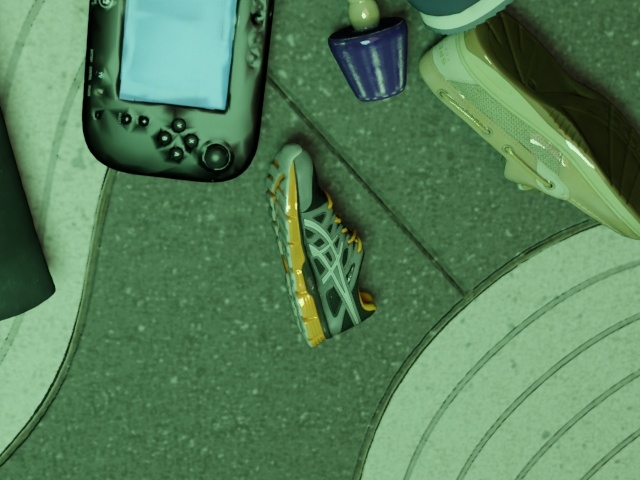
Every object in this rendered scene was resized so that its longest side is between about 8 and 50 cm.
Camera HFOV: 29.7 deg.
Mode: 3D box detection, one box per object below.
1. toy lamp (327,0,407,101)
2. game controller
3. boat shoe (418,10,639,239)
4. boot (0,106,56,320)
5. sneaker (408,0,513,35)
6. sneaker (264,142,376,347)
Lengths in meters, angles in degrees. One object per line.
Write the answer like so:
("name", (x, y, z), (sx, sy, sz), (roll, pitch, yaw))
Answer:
("toy lamp", (0.025, -0.264, 1.109), (0.080, 0.080, 0.274), (-17, 107, -5))
("game controller", (-0.127, -0.212, 1.101), (0.166, 0.067, 0.319), (4, 106, -12))
("boat shoe", (0.225, -0.100, 1.194), (0.302, 0.109, 0.098), (39, 137, -20))
("boot", (-0.298, -0.141, 1.045), (0.367, 0.146, 0.445), (-6, 106, 1))
("sneaker", (0.191, -0.331, 1.076), (0.319, 0.112, 0.131), (-45, 133, 1))
("sneaker", (0.000, 0.000, 1.190), (0.083, 0.084, 0.215), (-15, 119, -8))
